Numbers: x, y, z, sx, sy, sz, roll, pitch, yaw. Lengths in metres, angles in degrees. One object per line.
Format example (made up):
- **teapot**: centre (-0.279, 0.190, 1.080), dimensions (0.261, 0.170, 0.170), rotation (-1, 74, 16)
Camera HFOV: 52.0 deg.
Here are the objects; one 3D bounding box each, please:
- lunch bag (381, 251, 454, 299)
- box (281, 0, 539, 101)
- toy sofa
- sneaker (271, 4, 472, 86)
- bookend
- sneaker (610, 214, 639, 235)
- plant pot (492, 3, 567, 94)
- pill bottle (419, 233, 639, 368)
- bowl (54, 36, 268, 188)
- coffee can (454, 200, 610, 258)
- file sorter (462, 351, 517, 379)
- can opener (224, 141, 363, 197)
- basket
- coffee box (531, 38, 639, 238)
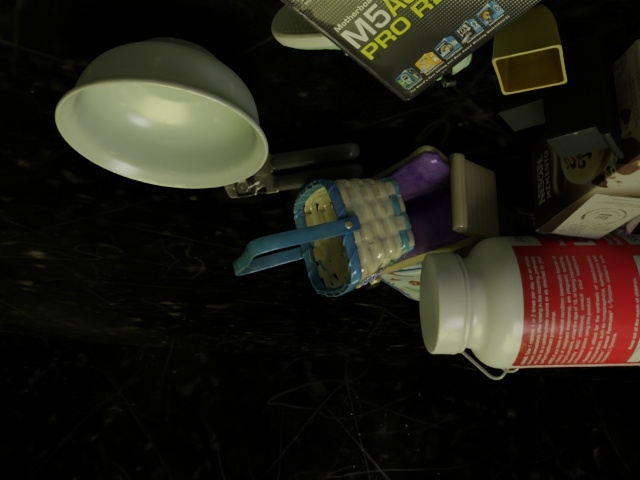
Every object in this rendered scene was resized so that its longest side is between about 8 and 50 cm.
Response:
- **lunch bag**: centre (0.266, 0.065, 1.590), dimensions (0.243, 0.115, 0.303), rotation (-6, 157, 28)
- **box**: centre (0.119, -0.288, 0.660), dimensions (0.270, 0.060, 0.216), rotation (-34, 136, 30)
- **toy sofa**: centre (0.157, -0.038, 1.292), dimensions (0.177, 0.150, 0.362), rotation (17, 155, -33)
- **sneaker**: centre (0.073, -0.248, 0.837), dimensions (0.255, 0.094, 0.151), rotation (-4, 151, 11)
- **bookend**: centre (0.320, -0.178, 0.903), dimensions (0.156, 0.157, 0.072), rotation (-14, 152, 35)
- **sneaker**: centre (0.594, -0.069, 1.235), dimensions (0.104, 0.095, 0.236), rotation (-12, 154, 16)
- **plant pot**: centre (0.264, -0.248, 0.832), dimensions (0.081, 0.083, 0.081), rotation (-6, 156, 24)
- **pill bottle**: centre (0.387, 0.105, 1.136), dimensions (0.407, 0.229, 0.229), rotation (-1, 159, -3)
- **bowl**: centre (-0.219, -0.200, 0.960), dimensions (0.297, 0.134, 0.298), rotation (3, 159, 1)
- **coffee can**: centre (0.450, 0.041, 1.373), dimensions (0.275, 0.202, 0.201), rotation (11, 157, -20)
- **file sorter**: centre (0.445, 0.179, 1.521), dimensions (0.277, 0.193, 0.173), rotation (-12, 135, -45)
- **can opener**: centre (-0.054, -0.133, 1.223), dimensions (0.283, 0.076, 0.095), rotation (-6, -171, 21)
- **basket**: centre (0.000, 0.000, 1.138), dimensions (0.288, 0.201, 0.255), rotation (-10, 174, -16)
- **coffee box**: centre (0.441, -0.134, 0.982), dimensions (0.118, 0.168, 0.297), rotation (7, 158, -9)
